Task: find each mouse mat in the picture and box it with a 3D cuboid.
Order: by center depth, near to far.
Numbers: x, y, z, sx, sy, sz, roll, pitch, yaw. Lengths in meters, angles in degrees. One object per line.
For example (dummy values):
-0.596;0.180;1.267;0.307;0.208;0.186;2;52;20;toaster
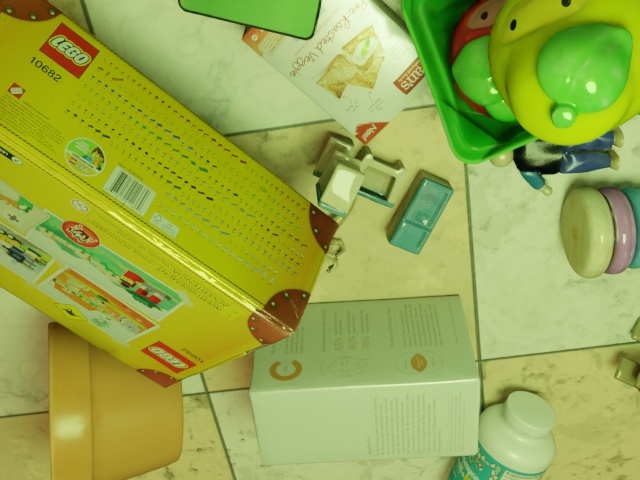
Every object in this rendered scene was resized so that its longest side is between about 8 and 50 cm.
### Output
-0.084;-0.347;0.987;0.190;0.007;0.152;15;114;5;mouse mat

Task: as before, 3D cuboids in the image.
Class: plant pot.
-0.342;0.276;1.294;0.204;0.291;0.290;-1;123;-18;plant pot

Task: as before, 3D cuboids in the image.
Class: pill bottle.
0.333;0.401;1.428;0.146;0.146;0.264;14;120;-8;pill bottle

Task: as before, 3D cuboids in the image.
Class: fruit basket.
0.270;-0.236;0.847;0.392;0.392;0.282;-20;84;12;fruit basket

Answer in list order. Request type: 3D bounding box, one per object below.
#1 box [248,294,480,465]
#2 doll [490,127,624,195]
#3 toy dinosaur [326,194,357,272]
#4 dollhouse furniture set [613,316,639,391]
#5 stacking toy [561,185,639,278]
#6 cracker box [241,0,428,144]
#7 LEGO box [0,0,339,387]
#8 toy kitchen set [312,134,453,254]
0.070;0.225;1.279;0.346;0.215;0.168;-3;122;3;box
0.345;-0.126;1.158;0.189;0.046;0.129;-1;121;1;doll
0.000;0.000;1.235;0.183;0.053;0.092;-29;116;17;toy dinosaur
0.639;0.173;1.237;0.135;0.262;0.259;24;88;-16;dollhouse furniture set
0.545;-0.022;1.180;0.331;0.141;0.141;-3;122;-3;stacking toy
0.032;-0.262;1.063;0.232;0.067;0.156;37;115;-21;cracker box
-0.291;-0.032;1.054;0.500;0.193;0.372;37;143;-20;LEGO box
0.086;-0.044;1.132;0.207;0.166;0.122;21;112;-13;toy kitchen set
